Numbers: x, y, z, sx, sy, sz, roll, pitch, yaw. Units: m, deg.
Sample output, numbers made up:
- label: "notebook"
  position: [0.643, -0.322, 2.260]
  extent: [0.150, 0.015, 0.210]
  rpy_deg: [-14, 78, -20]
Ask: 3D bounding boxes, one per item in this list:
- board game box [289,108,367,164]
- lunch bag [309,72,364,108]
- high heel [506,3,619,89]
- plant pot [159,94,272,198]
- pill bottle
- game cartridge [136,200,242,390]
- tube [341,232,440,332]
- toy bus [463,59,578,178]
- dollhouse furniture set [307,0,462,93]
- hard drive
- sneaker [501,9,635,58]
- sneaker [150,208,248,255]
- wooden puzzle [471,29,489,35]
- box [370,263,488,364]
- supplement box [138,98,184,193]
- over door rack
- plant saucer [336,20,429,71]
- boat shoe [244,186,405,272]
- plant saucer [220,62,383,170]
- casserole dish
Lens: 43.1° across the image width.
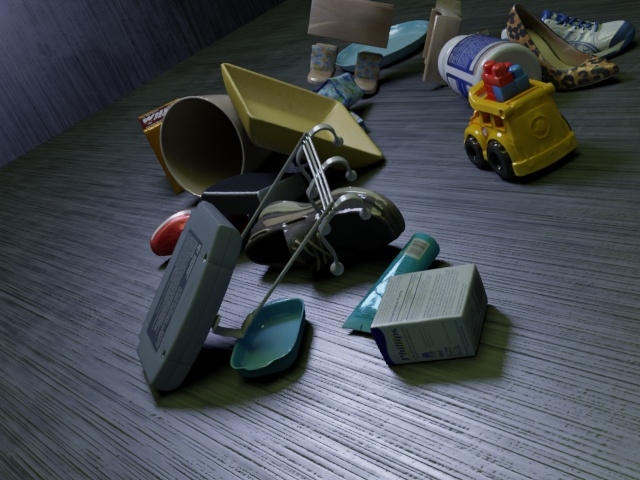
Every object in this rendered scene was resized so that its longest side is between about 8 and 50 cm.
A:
- label: "board game box"
  position: [0.006, -0.264, 2.051]
  extent: [0.201, 0.035, 0.136]
  rpy_deg: [-25, 25, -3]
- label: "lunch bag"
  position: [0.021, -0.367, 2.147]
  extent: [0.151, 0.096, 0.129]
  rpy_deg: [-41, -4, 34]
- label: "high heel"
  position: [0.512, -0.424, 1.740]
  extent: [0.093, 0.186, 0.261]
  rpy_deg: [-36, 27, -24]
- label: "plant pot"
  position: [-0.217, -0.264, 2.047]
  extent: [0.257, 0.256, 0.274]
  rpy_deg: [-5, 17, 35]
- label: "pill bottle"
  position: [0.371, -0.384, 1.825]
  extent: [0.153, 0.153, 0.264]
  rpy_deg: [-26, 26, -4]
- label: "game cartridge"
  position: [-0.221, 0.092, 1.352]
  extent: [0.294, 0.060, 0.196]
  rpy_deg: [-66, 23, 8]
- label: "tube"
  position: [0.119, 0.071, 1.291]
  extent: [0.080, 0.052, 0.207]
  rpy_deg: [-2, 38, 48]
- label: "toy bus"
  position: [0.345, -0.244, 1.512]
  extent: [0.150, 0.211, 0.220]
  rpy_deg: [-30, 24, -9]
- label: "dollhouse furniture set"
  position: [0.163, -0.562, 2.145]
  extent: [0.395, 0.361, 0.256]
  rpy_deg: [11, 29, 3]
- label: "hard drive"
  position: [-0.141, -0.103, 1.732]
  extent: [0.172, 0.054, 0.255]
  rpy_deg: [1, 15, 20]
- label: "sneaker"
  position: [0.559, -0.467, 1.852]
  extent: [0.297, 0.130, 0.112]
  rpy_deg: [-11, 26, 24]
- label: "sneaker"
  position: [-0.260, -0.021, 1.755]
  extent: [0.221, 0.087, 0.128]
  rpy_deg: [-31, 25, -11]
- label: "wooden puzzle"
  position: [0.458, -0.586, 2.315]
  extent: [0.049, 0.006, 0.083]
  rpy_deg: [-17, 26, 16]
- label: "box"
  position: [0.157, 0.105, 1.156]
  extent: [0.137, 0.072, 0.126]
  rpy_deg: [-10, 29, 26]
- label: "supplement box"
  position: [-0.389, -0.261, 2.209]
  extent: [0.129, 0.191, 0.194]
  rpy_deg: [-27, 25, -6]
- label: "over door rack"
  position: [-0.054, -0.010, 1.342]
  extent: [0.324, 0.108, 0.239]
  rpy_deg: [-45, 33, 20]
- label: "plant saucer"
  position: [0.199, -0.602, 2.532]
  extent: [0.318, 0.043, 0.317]
  rpy_deg: [-20, 25, 10]
- label: "boat shoe"
  position: [0.000, 0.000, 1.464]
  extent: [0.356, 0.132, 0.130]
  rpy_deg: [-9, 38, 47]
- label: "plant saucer"
  position: [-0.060, -0.271, 1.859]
  extent: [0.333, 0.080, 0.332]
  rpy_deg: [14, 25, -26]
- label: "casserole dish"
  position: [-0.078, 0.159, 1.301]
  extent: [0.114, 0.037, 0.188]
  rpy_deg: [-16, 27, 16]
